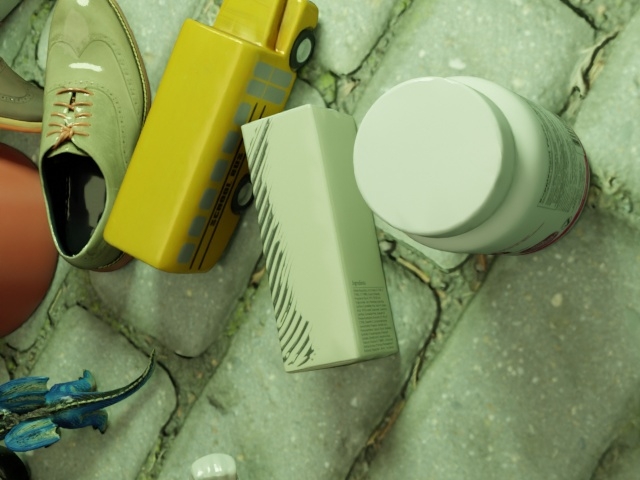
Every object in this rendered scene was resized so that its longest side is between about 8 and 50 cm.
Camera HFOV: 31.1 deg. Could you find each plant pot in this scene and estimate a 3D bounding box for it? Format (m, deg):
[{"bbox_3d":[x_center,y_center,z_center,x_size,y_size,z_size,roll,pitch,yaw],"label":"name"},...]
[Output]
[{"bbox_3d":[-0.502,0.000,1.411,0.274,0.243,0.275,-1,89,25],"label":"plant pot"}]

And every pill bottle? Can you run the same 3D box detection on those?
[{"bbox_3d":[0.146,-0.067,1.083,0.160,0.283,0.161,-1,88,26],"label":"pill bottle"}]

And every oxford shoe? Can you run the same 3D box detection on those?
[{"bbox_3d":[-0.272,-0.137,1.357,0.122,0.130,0.348,-7,88,8],"label":"oxford shoe"},{"bbox_3d":[-0.430,-0.217,1.404,0.271,0.097,0.098,25,113,-15],"label":"oxford shoe"}]

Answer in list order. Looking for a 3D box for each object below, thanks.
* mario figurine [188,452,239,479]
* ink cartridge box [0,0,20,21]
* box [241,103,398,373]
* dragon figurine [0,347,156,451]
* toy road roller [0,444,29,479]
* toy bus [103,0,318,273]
[{"bbox_3d":[-0.145,0.360,1.266,0.320,0.170,0.198,-18,115,31],"label":"mario figurine"},{"bbox_3d":[-0.460,-0.392,1.473,0.273,0.114,0.197,-40,72,20],"label":"ink cartridge box"},{"bbox_3d":[0.000,0.000,1.247,0.094,0.113,0.275,-14,81,25],"label":"box"},{"bbox_3d":[-0.334,0.206,1.378,0.289,0.144,0.085,-17,82,24],"label":"dragon figurine"},{"bbox_3d":[-0.447,0.434,1.401,0.240,0.202,0.329,43,105,9],"label":"toy road roller"},{"bbox_3d":[-0.122,-0.134,1.297,0.108,0.130,0.333,26,99,24],"label":"toy bus"}]
